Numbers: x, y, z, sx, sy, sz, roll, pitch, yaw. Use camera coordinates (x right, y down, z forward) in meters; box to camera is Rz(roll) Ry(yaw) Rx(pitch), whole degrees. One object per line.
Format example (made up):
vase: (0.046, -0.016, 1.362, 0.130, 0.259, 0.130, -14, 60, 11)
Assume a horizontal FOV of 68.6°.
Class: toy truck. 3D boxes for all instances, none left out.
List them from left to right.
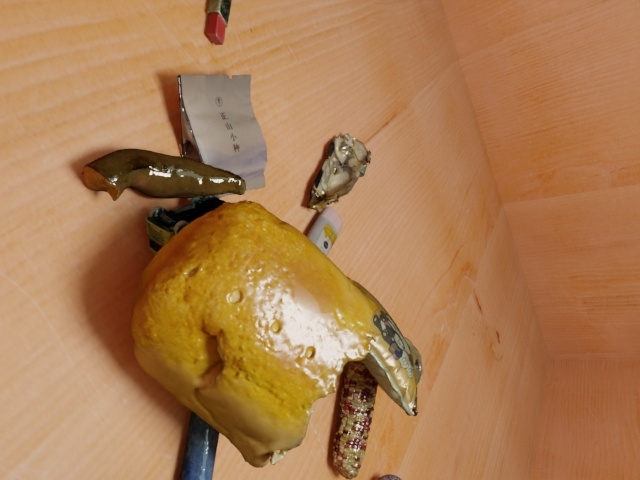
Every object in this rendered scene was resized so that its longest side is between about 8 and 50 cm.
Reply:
toy truck: (-0.236, -0.015, 0.900, 0.191, 0.085, 0.116, -27, 134, -49)

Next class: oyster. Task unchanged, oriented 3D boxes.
oyster: (0.041, -0.189, 1.328, 0.128, 0.078, 0.345, 42, 50, -13)

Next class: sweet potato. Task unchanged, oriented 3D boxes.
sweet potato: (-0.274, -0.107, 0.848, 0.285, 0.112, 0.085, 6, 122, -38)

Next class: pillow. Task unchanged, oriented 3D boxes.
pillow: (0.149, 0.257, 1.218, 0.310, 0.119, 0.312, 54, 8, -4)

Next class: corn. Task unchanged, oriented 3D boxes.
corn: (0.088, 0.464, 1.226, 0.098, 0.098, 0.290, 39, 56, -42)

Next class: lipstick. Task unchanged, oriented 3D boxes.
lipstick: (-0.224, -0.586, 1.074, 0.051, 0.051, 0.312, 25, 65, -50)

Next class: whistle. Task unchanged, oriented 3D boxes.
whistle: (-0.216, 0.364, 0.870, 0.062, 0.062, 0.304, 28, 61, -47)

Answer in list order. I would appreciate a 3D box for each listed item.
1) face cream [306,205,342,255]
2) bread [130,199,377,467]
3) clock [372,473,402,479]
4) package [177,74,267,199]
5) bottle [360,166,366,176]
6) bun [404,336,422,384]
face cream: (0.000, 0.000, 1.235, 0.084, 0.057, 0.198, 57, 43, -30)
bread: (-0.109, 0.136, 0.793, 0.394, 0.250, 0.361, 47, 64, -19)
clock: (0.161, 0.716, 1.230, 0.254, 0.188, 0.189, 0, 83, -68)
package: (-0.206, -0.220, 0.998, 0.204, 0.062, 0.251, -25, 112, -52)
bottle: (0.133, -0.240, 1.484, 0.030, 0.030, 0.083, 46, 48, -37)
bun: (0.251, 0.382, 1.438, 0.166, 0.113, 0.173, -50, 119, -45)
